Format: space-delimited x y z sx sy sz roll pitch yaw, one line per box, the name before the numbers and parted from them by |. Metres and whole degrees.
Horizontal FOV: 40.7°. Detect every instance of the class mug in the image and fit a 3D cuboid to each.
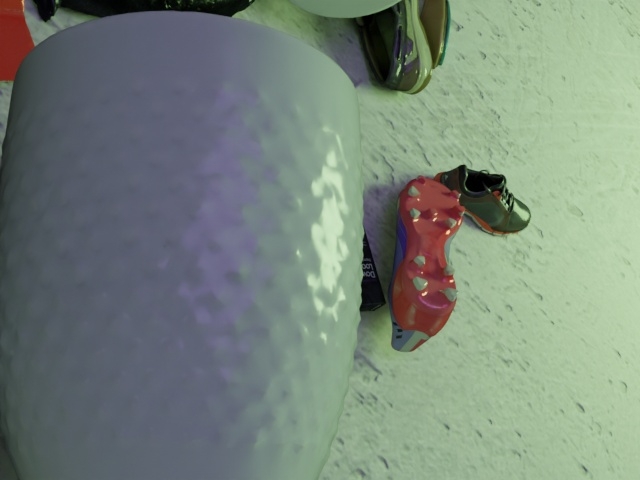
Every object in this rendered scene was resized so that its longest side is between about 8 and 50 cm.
mug | -0.081 0.060 0.686 0.374 0.276 0.327 32 53 -56

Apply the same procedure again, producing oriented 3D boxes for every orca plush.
orca plush | -0.158 -0.297 0.905 0.287 0.102 0.151 -1 67 -38

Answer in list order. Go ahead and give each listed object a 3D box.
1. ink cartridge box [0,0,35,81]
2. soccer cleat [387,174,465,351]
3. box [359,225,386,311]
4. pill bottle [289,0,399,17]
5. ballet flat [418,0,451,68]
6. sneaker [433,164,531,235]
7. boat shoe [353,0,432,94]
ink cartridge box | -0.345 -0.249 0.760 0.181 0.056 0.224 -11 72 -46
soccer cleat | 0.111 0.017 0.974 0.083 0.095 0.248 22 37 -10
box | 0.000 0.000 0.919 0.116 0.029 0.162 -2 70 -39
pill bottle | 0.020 -0.480 1.049 0.224 0.224 0.392 15 55 -31
ballet flat | 0.143 -0.325 1.192 0.073 0.080 0.232 12 53 -1
sneaker | 0.219 -0.053 1.094 0.158 0.065 0.061 18 57 -30
boat shoe | 0.079 -0.294 1.105 0.073 0.080 0.223 -4 74 -45
